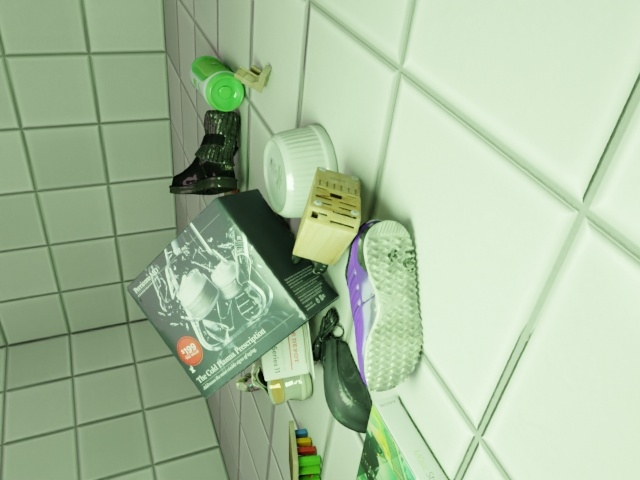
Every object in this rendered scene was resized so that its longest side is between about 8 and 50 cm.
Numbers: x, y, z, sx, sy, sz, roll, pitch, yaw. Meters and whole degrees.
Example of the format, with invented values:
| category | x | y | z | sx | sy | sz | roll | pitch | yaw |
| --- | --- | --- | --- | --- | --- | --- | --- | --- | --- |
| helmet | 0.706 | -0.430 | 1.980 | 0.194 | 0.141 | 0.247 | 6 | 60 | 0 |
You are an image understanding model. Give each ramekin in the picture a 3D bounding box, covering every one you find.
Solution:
| category | x | y | z | sx | sy | sz | roll | pitch | yaw |
| --- | --- | --- | --- | --- | --- | --- | --- | --- | --- |
| ramekin | -0.050 | -0.145 | 1.211 | 0.207 | 0.109 | 0.207 | 171 | 90 | -69 |

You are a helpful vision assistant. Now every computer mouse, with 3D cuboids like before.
| category | x | y | z | sx | sy | sz | roll | pitch | yaw |
| --- | --- | --- | --- | --- | --- | --- | --- | --- | --- |
| computer mouse | 0.033 | 0.307 | 1.232 | 0.189 | 0.072 | 0.272 | 103 | 150 | -44 |

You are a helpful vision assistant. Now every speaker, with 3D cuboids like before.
| category | x | y | z | sx | sy | sz | roll | pitch | yaw |
| --- | --- | --- | --- | --- | --- | --- | --- | --- | --- |
| speaker | -0.336 | -0.506 | 1.774 | 0.296 | 0.131 | 0.131 | -130 | 37 | -53 |

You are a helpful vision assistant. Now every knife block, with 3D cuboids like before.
| category | x | y | z | sx | sy | sz | roll | pitch | yaw |
| --- | --- | --- | --- | --- | --- | --- | --- | --- | --- |
| knife block | 0.000 | 0.000 | 1.042 | 0.276 | 0.088 | 0.242 | -83 | 9 | -63 |

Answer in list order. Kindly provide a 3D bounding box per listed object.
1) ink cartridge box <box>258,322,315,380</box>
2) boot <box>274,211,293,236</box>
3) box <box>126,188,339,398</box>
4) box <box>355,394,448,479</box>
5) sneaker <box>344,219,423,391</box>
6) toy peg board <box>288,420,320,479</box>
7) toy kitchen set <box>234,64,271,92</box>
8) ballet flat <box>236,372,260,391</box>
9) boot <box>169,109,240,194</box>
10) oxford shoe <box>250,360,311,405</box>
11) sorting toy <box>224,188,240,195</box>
| category | x | y | z | sx | sy | sz | roll | pitch | yaw |
| --- | --- | --- | --- | --- | --- | --- | --- | --- | --- |
| ink cartridge box | -0.114 | 0.229 | 1.449 | 0.353 | 0.119 | 0.207 | -161 | 64 | -76 |
| boot | -0.140 | 0.041 | 1.518 | 0.106 | 0.082 | 0.219 | 45 | 122 | 46 |
| box | -0.199 | 0.115 | 1.237 | 0.343 | 0.179 | 0.312 | -41 | 83 | 25 |
| box | 0.146 | 0.483 | 1.031 | 0.232 | 0.058 | 0.322 | -124 | 33 | -47 |
| sneaker | 0.097 | 0.105 | 0.960 | 0.146 | 0.102 | 0.294 | -159 | 68 | -69 |
| toy peg board | -0.047 | 0.633 | 1.595 | 0.161 | 0.079 | 0.161 | -106 | 16 | -63 |
| toy kitchen set | -0.171 | -0.452 | 1.462 | 0.068 | 0.083 | 0.075 | -62 | 4 | -28 |
| ballet flat | -0.282 | 0.552 | 2.135 | 0.221 | 0.079 | 0.077 | 143 | 115 | -67 |
| boot | -0.388 | -0.287 | 1.866 | 0.347 | 0.131 | 0.260 | -3 | 87 | 42 |
| oxford shoe | -0.154 | 0.390 | 1.675 | 0.449 | 0.130 | 0.169 | 178 | 81 | -71 |
| sorting toy | -0.302 | -0.133 | 1.953 | 0.132 | 0.046 | 0.275 | -123 | 31 | -47 |
